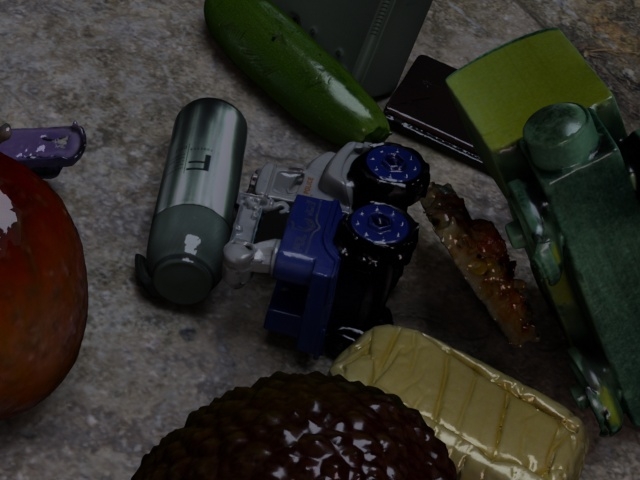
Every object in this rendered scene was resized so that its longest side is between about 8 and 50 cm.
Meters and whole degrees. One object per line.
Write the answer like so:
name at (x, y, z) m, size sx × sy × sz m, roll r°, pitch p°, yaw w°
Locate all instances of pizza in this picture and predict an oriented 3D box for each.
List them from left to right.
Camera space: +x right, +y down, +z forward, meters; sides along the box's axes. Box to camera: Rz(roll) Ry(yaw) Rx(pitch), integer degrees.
pizza at (0.157, 0.013, 1.476) m, size 0.201 × 0.053 × 0.193 m, roll 58°, pitch 6°, yaw 9°

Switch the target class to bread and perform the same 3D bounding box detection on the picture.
bread at (0.112, 0.173, 1.326) m, size 0.236 × 0.106 × 0.140 m, roll 28°, pitch 42°, yaw 9°

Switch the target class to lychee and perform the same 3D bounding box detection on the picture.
lychee at (-0.018, 0.213, 1.145) m, size 0.271 × 0.236 × 0.236 m, roll 9°, pitch 36°, yaw 22°

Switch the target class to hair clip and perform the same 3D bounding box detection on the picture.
hair clip at (-0.363, -0.073, 1.431) m, size 0.278 × 0.090 × 0.137 m, roll 5°, pitch 55°, yaw -6°

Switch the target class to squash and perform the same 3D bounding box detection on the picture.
squash at (-0.036, -0.198, 1.697) m, size 0.082 × 0.082 × 0.292 m, roll -23°, pitch 57°, yaw -39°

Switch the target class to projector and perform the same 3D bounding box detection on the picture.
projector at (0.011, -0.310, 1.747) m, size 0.108 × 0.198 × 0.250 m, roll -21°, pitch 54°, yaw -44°

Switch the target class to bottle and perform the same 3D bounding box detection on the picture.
bottle at (-0.127, -0.041, 1.492) m, size 0.096 × 0.079 × 0.253 m, roll -16°, pitch 38°, yaw 16°

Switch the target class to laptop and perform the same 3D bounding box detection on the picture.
laptop at (0.186, -0.137, 1.767) m, size 0.207 × 0.026 × 0.154 m, roll 26°, pitch 38°, yaw 5°

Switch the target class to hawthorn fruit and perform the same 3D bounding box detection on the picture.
hawthorn fruit at (-0.311, 0.022, 1.236) m, size 0.235 × 0.263 × 0.231 m, roll -12°, pitch 20°, yaw 3°

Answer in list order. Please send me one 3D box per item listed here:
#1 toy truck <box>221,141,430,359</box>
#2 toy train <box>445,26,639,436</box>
toy truck at (0.000, 0.000, 1.438) m, size 0.177 × 0.161 × 0.213 m, roll 13°, pitch 40°, yaw 1°
toy train at (0.252, -0.001, 1.407) m, size 0.160 × 0.397 × 0.253 m, roll -26°, pitch 38°, yaw 2°
